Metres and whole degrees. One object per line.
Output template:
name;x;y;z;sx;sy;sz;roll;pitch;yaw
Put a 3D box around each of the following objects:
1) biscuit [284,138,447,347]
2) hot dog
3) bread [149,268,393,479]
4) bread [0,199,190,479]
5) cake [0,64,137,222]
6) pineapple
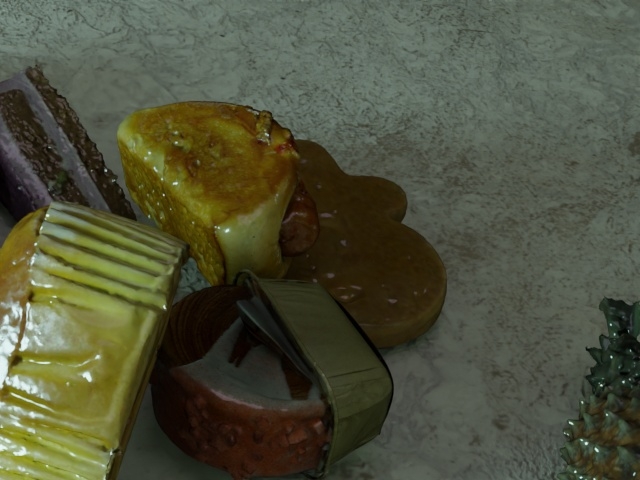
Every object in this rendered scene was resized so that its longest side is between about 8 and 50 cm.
biscuit;-0.001;0.002;1.565;0.275;0.052;0.355;-18;45;-31
hot dog;-0.096;-0.056;1.463;0.153;0.150;0.257;-25;48;-25
bread;-0.055;0.122;1.292;0.212;0.142;0.224;-6;38;-30
bread;-0.221;0.112;1.138;0.156;0.288;0.204;16;-7;-2
cake;-0.299;-0.055;1.537;0.116;0.113;0.295;-17;57;-35
pineapple;0.304;0.191;1.322;0.175;0.175;0.361;12;21;-2
